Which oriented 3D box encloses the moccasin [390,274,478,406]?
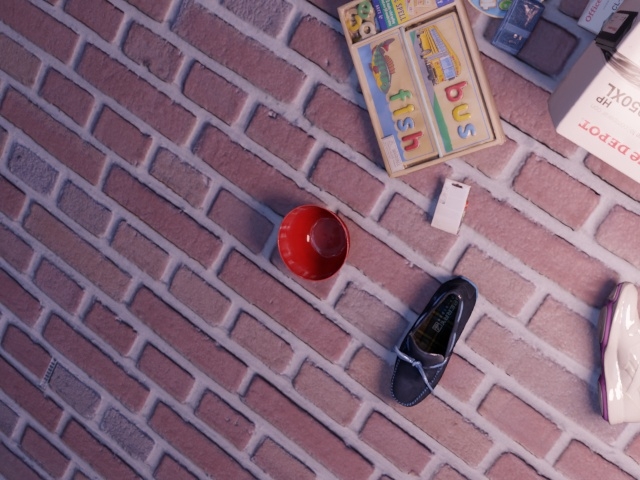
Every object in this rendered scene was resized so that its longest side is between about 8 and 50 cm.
[{"bbox_3d":[0.235,0.230,1.898,0.137,0.117,0.342,26,109,19],"label":"moccasin"}]

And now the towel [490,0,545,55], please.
[{"bbox_3d":[0.408,-0.446,1.734,0.067,0.029,0.119,27,122,0],"label":"towel"}]

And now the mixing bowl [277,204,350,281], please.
[{"bbox_3d":[0.000,0.000,1.979,0.181,0.098,0.182,4,100,24],"label":"mixing bowl"}]

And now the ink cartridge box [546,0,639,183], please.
[{"bbox_3d":[0.648,-0.307,1.519,0.285,0.166,0.395,30,119,-7],"label":"ink cartridge box"}]

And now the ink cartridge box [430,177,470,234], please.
[{"bbox_3d":[0.294,-0.077,1.868,0.062,0.029,0.115,21,106,21],"label":"ink cartridge box"}]

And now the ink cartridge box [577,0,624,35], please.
[{"bbox_3d":[0.610,-0.438,1.634,0.175,0.072,0.127,32,111,16],"label":"ink cartridge box"}]

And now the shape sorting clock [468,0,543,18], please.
[{"bbox_3d":[0.387,-0.566,1.735,0.206,0.040,0.206,5,101,24],"label":"shape sorting clock"}]

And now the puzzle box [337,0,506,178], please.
[{"bbox_3d":[0.220,-0.367,1.841,0.272,0.052,0.409,-17,91,26],"label":"puzzle box"}]

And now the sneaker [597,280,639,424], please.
[{"bbox_3d":[0.651,0.231,1.726,0.152,0.114,0.305,-1,103,11],"label":"sneaker"}]
